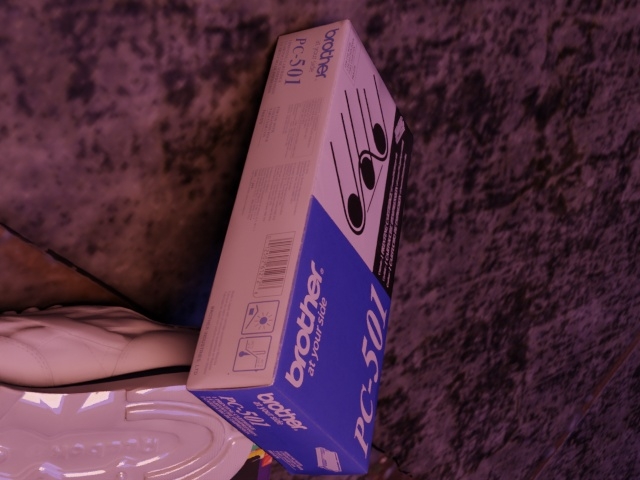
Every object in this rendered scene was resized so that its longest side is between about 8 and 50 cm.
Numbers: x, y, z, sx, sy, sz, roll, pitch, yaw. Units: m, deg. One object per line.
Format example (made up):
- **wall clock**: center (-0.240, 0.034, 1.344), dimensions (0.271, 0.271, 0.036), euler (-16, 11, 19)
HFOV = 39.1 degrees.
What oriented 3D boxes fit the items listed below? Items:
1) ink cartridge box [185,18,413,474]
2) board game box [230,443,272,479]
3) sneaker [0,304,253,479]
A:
- **ink cartridge box**: center (0.000, 0.000, 0.448), dimensions (0.097, 0.046, 0.207), euler (52, 40, -46)
- **board game box**: center (-0.110, 0.167, 0.491), dimensions (0.170, 0.048, 0.141), euler (-13, 125, -37)
- **sneaker**: center (-0.150, 0.070, 0.423), dimensions (0.235, 0.095, 0.090), euler (9, 115, -23)
